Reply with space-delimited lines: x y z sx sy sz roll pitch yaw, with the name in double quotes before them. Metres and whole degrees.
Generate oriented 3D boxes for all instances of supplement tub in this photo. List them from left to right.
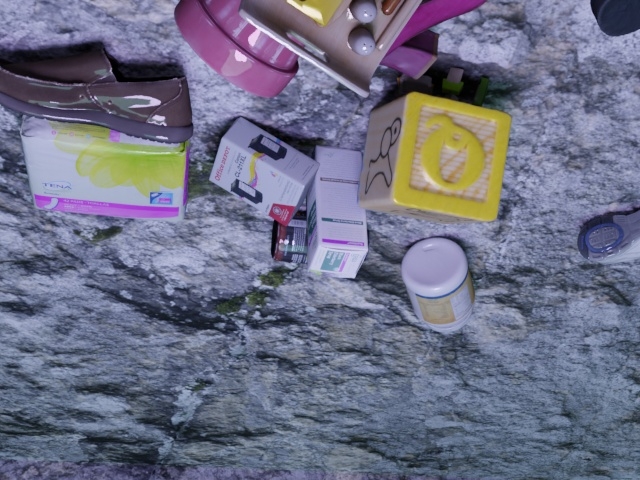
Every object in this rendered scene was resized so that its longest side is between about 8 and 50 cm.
"supplement tub" 0.000 0.000 1.863 0.198 0.106 0.106 6 144 -10
"supplement tub" 0.263 0.102 1.975 0.144 0.144 0.199 -9 144 12

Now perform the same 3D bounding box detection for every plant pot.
"plant pot" -0.084 -0.343 1.325 0.201 0.201 0.180 28 121 -34

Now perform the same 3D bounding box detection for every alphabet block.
"alphabet block" 0.190 -0.135 1.545 0.193 0.192 0.197 8 179 -15

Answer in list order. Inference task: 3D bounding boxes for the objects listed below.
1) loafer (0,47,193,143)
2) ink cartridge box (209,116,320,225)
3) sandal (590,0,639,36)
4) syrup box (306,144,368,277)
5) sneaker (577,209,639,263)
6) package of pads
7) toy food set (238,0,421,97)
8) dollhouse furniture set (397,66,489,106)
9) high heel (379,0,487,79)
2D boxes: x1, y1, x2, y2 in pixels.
"loafer" -0.386 -0.263 1.502 0.366 0.134 0.130 11 106 -12
"ink cartridge box" -0.106 -0.126 1.651 0.175 0.072 0.127 30 141 3
"sandal" 0.608 -0.406 1.264 0.446 0.107 0.167 -30 150 23
"syrup box" 0.027 -0.055 1.673 0.096 0.237 0.093 7 145 -10
"sneaker" 0.691 -0.023 1.866 0.297 0.111 0.129 -16 158 26
"package of pads" -0.392 -0.144 1.659 0.297 0.101 0.229 4 145 -8
"toy food set" 0.060 -0.371 1.191 0.220 0.092 0.306 29 108 -21
"dollhouse furniture set" 0.212 -0.267 1.563 0.152 0.058 0.076 15 154 12
"high heel" 0.150 -0.392 1.311 0.181 0.127 0.377 20 135 -16
